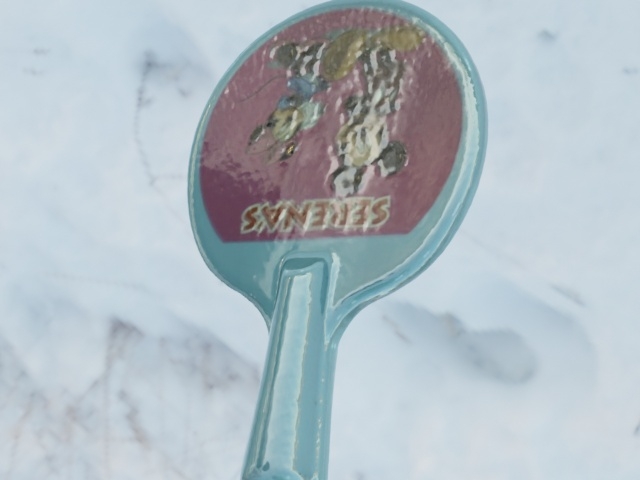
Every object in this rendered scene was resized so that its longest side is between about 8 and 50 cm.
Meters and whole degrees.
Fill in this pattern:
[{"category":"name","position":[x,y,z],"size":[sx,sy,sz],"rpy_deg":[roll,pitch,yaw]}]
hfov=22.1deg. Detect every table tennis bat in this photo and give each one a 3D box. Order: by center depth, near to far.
[{"category":"table tennis bat","position":[0.000,0.000,0.746],"size":[0.153,0.244,0.040],"rpy_deg":[-1,160,29]}]
